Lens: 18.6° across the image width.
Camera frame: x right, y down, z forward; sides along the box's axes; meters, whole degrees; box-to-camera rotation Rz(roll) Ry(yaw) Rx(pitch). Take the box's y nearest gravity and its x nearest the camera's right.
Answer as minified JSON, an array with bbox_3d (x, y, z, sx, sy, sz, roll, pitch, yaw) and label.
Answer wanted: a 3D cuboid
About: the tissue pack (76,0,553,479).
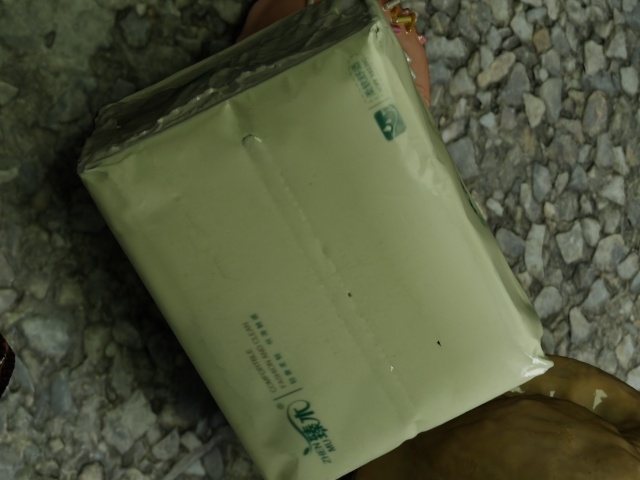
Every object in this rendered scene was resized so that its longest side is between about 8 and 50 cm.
[{"bbox_3d":[0.000,0.000,1.758,0.297,0.207,0.380,-28,111,8],"label":"tissue pack"}]

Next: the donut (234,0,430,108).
[{"bbox_3d":[0.028,-0.161,1.916,0.199,0.085,0.233,-51,120,-26],"label":"donut"}]

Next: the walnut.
[{"bbox_3d":[0.228,0.299,1.903,0.383,0.383,0.384,-1,91,-37],"label":"walnut"}]

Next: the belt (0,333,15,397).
[{"bbox_3d":[-0.391,0.116,1.506,0.289,0.184,0.164,-31,113,6],"label":"belt"}]
